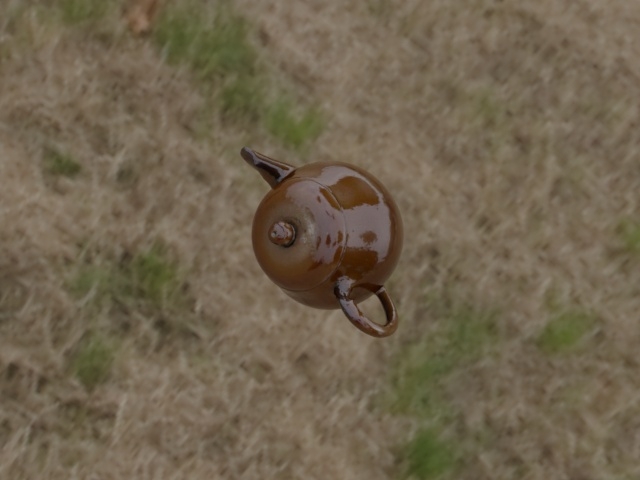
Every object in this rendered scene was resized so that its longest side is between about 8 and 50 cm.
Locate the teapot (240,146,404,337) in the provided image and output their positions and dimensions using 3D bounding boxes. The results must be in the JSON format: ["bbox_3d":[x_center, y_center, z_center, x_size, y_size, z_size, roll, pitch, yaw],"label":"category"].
[{"bbox_3d":[0.000,0.000,1.050,0.116,0.116,0.173,-15,63,-42],"label":"teapot"}]
